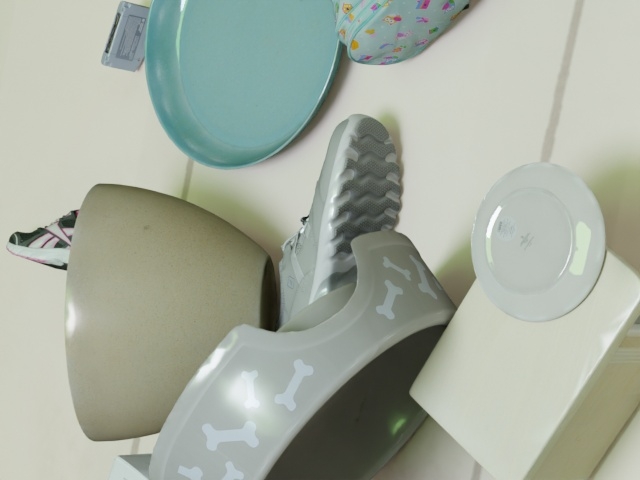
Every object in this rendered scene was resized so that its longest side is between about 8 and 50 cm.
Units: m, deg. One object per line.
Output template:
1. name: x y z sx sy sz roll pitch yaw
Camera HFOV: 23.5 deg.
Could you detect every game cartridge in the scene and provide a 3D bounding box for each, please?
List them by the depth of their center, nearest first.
1. game cartridge: -0.235 -0.251 1.903 0.017 0.056 0.083 34 108 46

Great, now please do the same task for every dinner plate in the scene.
1. dinner plate: 0.186 0.001 1.352 0.141 0.017 0.141 -6 81 42

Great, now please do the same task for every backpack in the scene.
1. backpack: 0.080 -0.262 1.565 0.182 0.152 0.115 -41 51 46

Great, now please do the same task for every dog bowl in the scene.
1. dog bowl: 0.001 0.156 1.478 0.102 0.349 0.349 42 114 23

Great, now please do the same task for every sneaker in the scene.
1. sneaker: 0.000 0.000 1.635 0.115 0.105 0.281 20 100 41
2. sneaker: -0.320 -0.002 1.962 0.178 0.072 0.077 7 79 34

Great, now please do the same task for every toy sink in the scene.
1. toy sink: 0.219 0.094 1.413 0.153 0.131 0.234 43 114 35

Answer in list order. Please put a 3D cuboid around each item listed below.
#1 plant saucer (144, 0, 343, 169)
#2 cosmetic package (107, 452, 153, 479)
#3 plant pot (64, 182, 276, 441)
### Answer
1. plant saucer: -0.083 -0.238 1.774 0.317 0.043 0.318 -4 84 41
2. cosmetic package: -0.206 0.367 1.783 0.085 0.117 0.231 29 104 40
3. plant pot: -0.150 0.079 1.688 0.191 0.284 0.284 0 85 6
